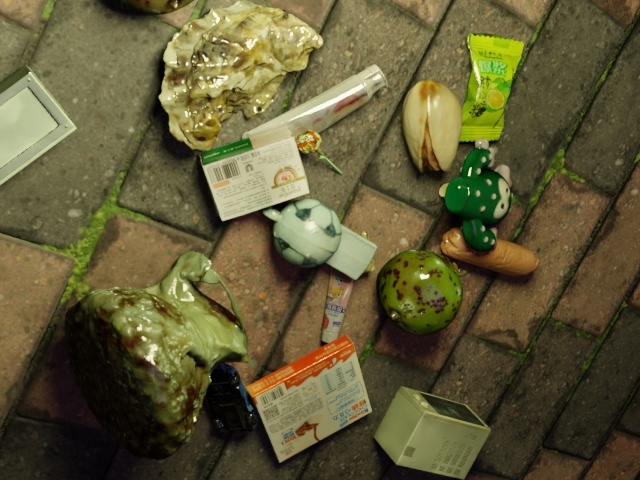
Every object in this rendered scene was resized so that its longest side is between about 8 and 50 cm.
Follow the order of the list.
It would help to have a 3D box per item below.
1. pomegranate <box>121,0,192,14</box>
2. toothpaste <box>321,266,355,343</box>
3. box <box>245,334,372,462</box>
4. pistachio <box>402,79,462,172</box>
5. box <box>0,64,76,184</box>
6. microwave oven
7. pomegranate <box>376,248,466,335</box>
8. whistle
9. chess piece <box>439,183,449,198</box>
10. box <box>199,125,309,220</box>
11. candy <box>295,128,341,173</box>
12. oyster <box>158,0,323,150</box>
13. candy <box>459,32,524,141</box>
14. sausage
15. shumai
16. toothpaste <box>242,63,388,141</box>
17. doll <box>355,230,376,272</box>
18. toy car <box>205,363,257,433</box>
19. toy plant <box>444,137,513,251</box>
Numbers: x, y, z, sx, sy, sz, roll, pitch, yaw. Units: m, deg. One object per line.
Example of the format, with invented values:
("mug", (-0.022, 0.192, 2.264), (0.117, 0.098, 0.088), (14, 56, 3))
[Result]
("pomegranate", (-0.284, -0.504, 1.437), (0.179, 0.179, 0.210), (10, 76, -28))
("toothpaste", (0.040, 0.149, 1.926), (0.067, 0.043, 0.194), (14, 107, 9))
("box", (-0.020, 0.387, 1.977), (0.273, 0.048, 0.265), (-26, 129, -14))
("pistachio", (0.247, -0.251, 1.802), (0.144, 0.144, 0.215), (-18, 115, -18))
("box", (-0.575, -0.193, 1.467), (0.225, 0.086, 0.129), (-39, 122, -7))
("microwave oven", (0.289, 0.512, 2.141), (0.240, 0.145, 0.194), (21, 104, -31))
("pomegranate", (0.247, 0.106, 1.924), (0.263, 0.211, 0.211), (-40, 126, -35))
("whistle", (0.000, 0.000, 1.774), (0.290, 0.163, 0.163), (29, 97, -18))
("chess piece", (0.329, -0.102, 1.965), (0.092, 0.035, 0.035), (30, 96, -36))
("box", (-0.136, -0.139, 1.681), (0.199, 0.081, 0.135), (-17, 120, -3))
("candy", (0.004, -0.182, 1.749), (0.185, 0.056, 0.049), (39, 47, -55))
("oyster", (-0.157, -0.336, 1.587), (0.351, 0.115, 0.238), (-25, 120, -14))
("candy", (0.386, -0.344, 1.868), (0.149, 0.069, 0.246), (1, 110, -23))
("sausage", (0.425, 0.032, 2.034), (0.289, 0.086, 0.086), (14, 104, -29))
("shumai", (-0.300, 0.225, 1.647), (0.348, 0.395, 0.395), (-24, 122, -38))
("toothpaste", (-0.008, -0.265, 1.721), (0.323, 0.066, 0.100), (-32, 126, -4))
("doll", (0.101, 0.028, 1.900), (0.061, 0.051, 0.093), (-6, 120, 10))
("toy car", (-0.214, 0.358, 1.877), (0.103, 0.063, 0.216), (-8, 120, 14))
("toy plant", (0.382, -0.100, 1.913), (0.243, 0.112, 0.232), (42, 65, -44))
